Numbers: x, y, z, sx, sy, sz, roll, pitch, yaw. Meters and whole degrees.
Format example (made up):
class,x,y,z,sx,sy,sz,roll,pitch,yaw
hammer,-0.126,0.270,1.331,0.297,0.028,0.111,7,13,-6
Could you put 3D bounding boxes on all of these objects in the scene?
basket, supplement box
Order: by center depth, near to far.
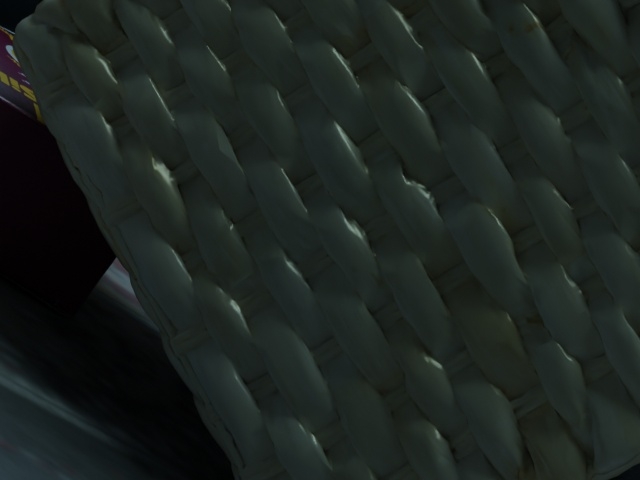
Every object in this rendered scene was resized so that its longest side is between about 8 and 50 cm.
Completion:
class,x,y,z,sx,sy,sz,roll,pitch,yaw
basket,0.087,-0.043,0.872,0.331,0.328,0.266,62,15,9
supplement box,-0.164,-0.047,0.981,0.104,0.081,0.188,34,9,-23

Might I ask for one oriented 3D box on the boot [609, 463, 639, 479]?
class,x,y,z,sx,sy,sz,roll,pitch,yaw
boot,0.207,0.048,1.503,0.367,0.146,0.445,32,21,-29

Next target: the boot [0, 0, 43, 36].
class,x,y,z,sx,sy,sz,roll,pitch,yaw
boot,-0.228,-0.187,1.125,0.236,0.178,0.085,39,-9,-7
